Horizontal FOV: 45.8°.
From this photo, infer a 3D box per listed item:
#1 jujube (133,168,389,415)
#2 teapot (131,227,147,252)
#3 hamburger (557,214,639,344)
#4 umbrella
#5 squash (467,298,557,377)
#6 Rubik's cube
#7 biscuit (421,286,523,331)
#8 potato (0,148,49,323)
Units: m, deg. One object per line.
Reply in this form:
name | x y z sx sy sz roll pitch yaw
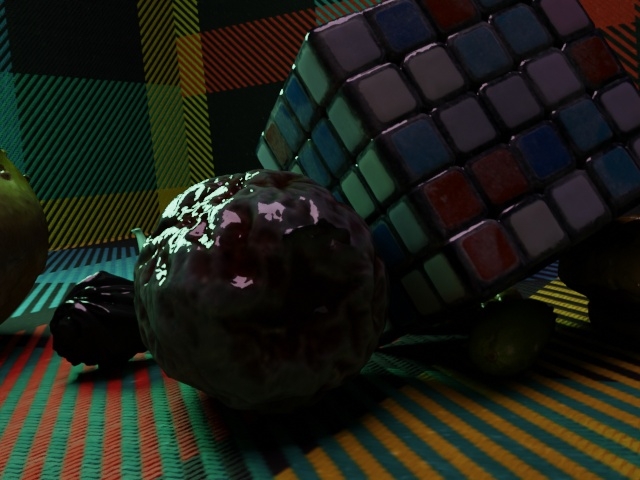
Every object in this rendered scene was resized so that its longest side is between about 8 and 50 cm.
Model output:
jujube | -0.060 0.042 0.704 0.226 0.226 0.317 -7 3 -19
teapot | -0.317 0.009 1.717 0.232 0.159 0.159 -10 7 -43
hamburger | 0.412 0.031 0.814 0.285 0.134 0.265 -9 1 -5
umbrella | -0.184 0.086 0.965 0.118 0.118 0.340 -1 6 37
squash | 0.200 0.091 0.760 0.066 0.066 0.201 -2 3 31
Rubik's cube | 0.137 -0.089 0.812 0.292 0.287 0.293 -28 -7 -23
biscuit | 0.158 0.083 1.014 0.226 0.042 0.226 -6 5 1
potato | -0.546 -0.019 1.021 0.319 0.385 0.442 8 18 7
